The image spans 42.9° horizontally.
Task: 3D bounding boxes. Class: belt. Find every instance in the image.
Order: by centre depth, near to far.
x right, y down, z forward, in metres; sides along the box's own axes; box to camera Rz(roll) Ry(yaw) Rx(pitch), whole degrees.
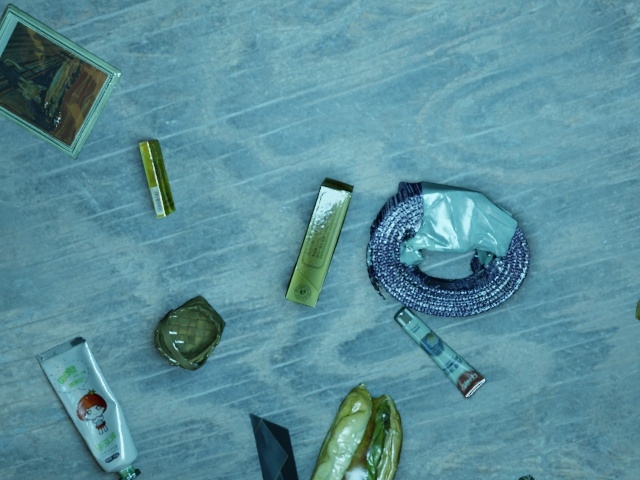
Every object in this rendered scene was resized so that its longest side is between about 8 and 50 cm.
[{"bbox_3d":[0.256,0.021,1.638,0.324,0.122,0.260,9,105,1],"label":"belt"}]

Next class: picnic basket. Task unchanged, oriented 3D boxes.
[{"bbox_3d":[-0.274,0.197,1.673,0.137,0.178,0.128,-37,96,9],"label":"picnic basket"}]

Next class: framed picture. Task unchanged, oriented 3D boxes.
[{"bbox_3d":[-0.576,-0.327,1.686,0.273,0.016,0.217,30,100,-2],"label":"framed picture"}]

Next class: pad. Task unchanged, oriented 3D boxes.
[{"bbox_3d":[-0.088,0.497,1.740,0.004,0.163,0.243,-17,100,-33],"label":"pad"}]

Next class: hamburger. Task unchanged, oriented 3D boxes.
[{"bbox_3d":[0.066,0.489,1.689,0.162,0.209,0.330,25,102,0],"label":"hamburger"}]

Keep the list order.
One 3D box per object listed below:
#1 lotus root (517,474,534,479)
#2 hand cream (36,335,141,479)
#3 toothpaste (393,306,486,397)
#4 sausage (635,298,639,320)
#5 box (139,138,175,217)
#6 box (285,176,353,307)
[{"bbox_3d":[0.407,0.589,1.731,0.120,0.120,0.210,18,100,1],"label":"lotus root"},{"bbox_3d":[-0.495,0.375,1.786,0.121,0.076,0.336,-28,90,6],"label":"hand cream"},{"bbox_3d":[0.248,0.233,1.717,0.062,0.039,0.239,-45,96,3],"label":"toothpaste"},{"bbox_3d":[0.885,0.175,1.621,0.500,0.123,0.136,15,130,1],"label":"sausage"},{"bbox_3d":[-0.333,-0.128,1.668,0.022,0.089,0.156,-11,98,4],"label":"box"},{"bbox_3d":[0.000,0.000,1.631,0.071,0.159,0.240,18,99,-1],"label":"box"}]
